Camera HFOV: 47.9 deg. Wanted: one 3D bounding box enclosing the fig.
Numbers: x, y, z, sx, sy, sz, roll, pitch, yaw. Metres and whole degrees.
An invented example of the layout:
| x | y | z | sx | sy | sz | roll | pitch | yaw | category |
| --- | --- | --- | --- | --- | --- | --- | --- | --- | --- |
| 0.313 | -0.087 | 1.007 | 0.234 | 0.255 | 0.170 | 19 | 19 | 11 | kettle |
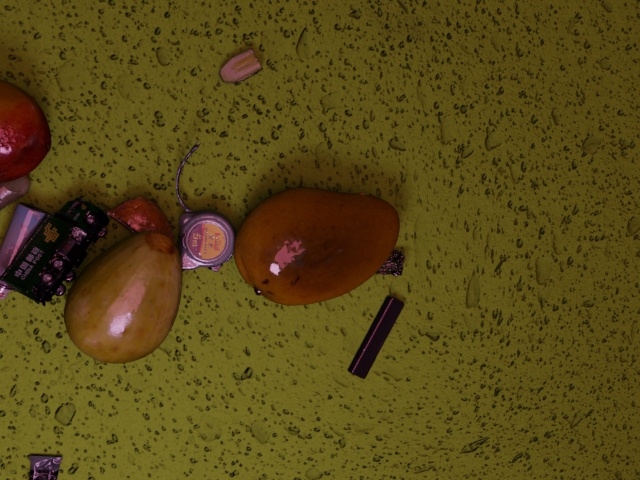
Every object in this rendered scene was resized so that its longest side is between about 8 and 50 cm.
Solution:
| x | y | z | sx | sy | sz | roll | pitch | yaw | category |
| --- | --- | --- | --- | --- | --- | --- | --- | --- | --- |
| -0.444 | 0.128 | 1.698 | 0.258 | 0.258 | 0.326 | 34 | 101 | -17 | fig |

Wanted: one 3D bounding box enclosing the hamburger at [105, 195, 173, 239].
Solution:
| x | y | z | sx | sy | sz | roll | pitch | yaw | category |
| --- | --- | --- | --- | --- | --- | --- | --- | --- | --- |
| -0.428 | -0.053 | 1.772 | 0.176 | 0.087 | 0.102 | 37 | 88 | -14 | hamburger |

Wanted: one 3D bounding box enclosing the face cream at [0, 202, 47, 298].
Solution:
| x | y | z | sx | sy | sz | roll | pitch | yaw | category |
| --- | --- | --- | --- | --- | --- | --- | --- | --- | --- |
| -0.723 | 0.028 | 1.712 | 0.075 | 0.075 | 0.229 | 22 | 93 | -17 | face cream |

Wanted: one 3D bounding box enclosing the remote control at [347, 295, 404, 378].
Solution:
| x | y | z | sx | sy | sz | roll | pitch | yaw | category |
| --- | --- | --- | --- | --- | --- | --- | --- | --- | --- |
| 0.157 | 0.271 | 2.008 | 0.063 | 0.025 | 0.245 | 27 | 91 | -21 | remote control |

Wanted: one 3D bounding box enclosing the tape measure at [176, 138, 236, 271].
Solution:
| x | y | z | sx | sy | sz | roll | pitch | yaw | category |
| --- | --- | --- | --- | --- | --- | --- | --- | --- | --- |
| -0.285 | -0.085 | 1.806 | 0.164 | 0.084 | 0.330 | 4 | 98 | -18 | tape measure |

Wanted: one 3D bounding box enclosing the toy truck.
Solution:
| x | y | z | sx | sy | sz | roll | pitch | yaw | category |
| --- | --- | --- | --- | --- | --- | --- | --- | --- | --- |
| -0.614 | 0.021 | 1.694 | 0.121 | 0.088 | 0.259 | 25 | 69 | 14 | toy truck |

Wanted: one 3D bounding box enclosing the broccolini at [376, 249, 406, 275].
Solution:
| x | y | z | sx | sy | sz | roll | pitch | yaw | category |
| --- | --- | --- | --- | --- | --- | --- | --- | --- | --- |
| 0.135 | 0.067 | 1.954 | 0.201 | 0.074 | 0.058 | -4 | 116 | -12 | broccolini |

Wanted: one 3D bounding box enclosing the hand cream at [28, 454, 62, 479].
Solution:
| x | y | z | sx | sy | sz | roll | pitch | yaw | category |
| --- | --- | --- | --- | --- | --- | --- | --- | --- | --- |
| -0.718 | 0.665 | 1.824 | 0.075 | 0.052 | 0.248 | 10 | 89 | -39 | hand cream |

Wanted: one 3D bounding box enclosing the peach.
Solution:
| x | y | z | sx | sy | sz | roll | pitch | yaw | category |
| --- | --- | --- | --- | --- | --- | --- | --- | --- | --- |
| -0.722 | -0.242 | 1.602 | 0.231 | 0.231 | 0.231 | -2 | 98 | -15 | peach |

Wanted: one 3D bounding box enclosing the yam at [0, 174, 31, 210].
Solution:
| x | y | z | sx | sy | sz | roll | pitch | yaw | category |
| --- | --- | --- | --- | --- | --- | --- | --- | --- | --- |
| -0.749 | -0.111 | 1.687 | 0.146 | 0.070 | 0.069 | -35 | 105 | -6 | yam |

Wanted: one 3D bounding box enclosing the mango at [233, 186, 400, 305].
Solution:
| x | y | z | sx | sy | sz | roll | pitch | yaw | category |
| --- | --- | --- | --- | --- | --- | --- | --- | --- | --- |
| 0.000 | 0.000 | 1.836 | 0.445 | 0.220 | 0.301 | -20 | 97 | -21 | mango |

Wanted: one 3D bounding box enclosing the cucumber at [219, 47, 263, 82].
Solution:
| x | y | z | sx | sy | sz | roll | pitch | yaw | category |
| --- | --- | --- | --- | --- | --- | --- | --- | --- | --- |
| -0.203 | -0.428 | 1.807 | 0.107 | 0.035 | 0.067 | -28 | 86 | -8 | cucumber |
